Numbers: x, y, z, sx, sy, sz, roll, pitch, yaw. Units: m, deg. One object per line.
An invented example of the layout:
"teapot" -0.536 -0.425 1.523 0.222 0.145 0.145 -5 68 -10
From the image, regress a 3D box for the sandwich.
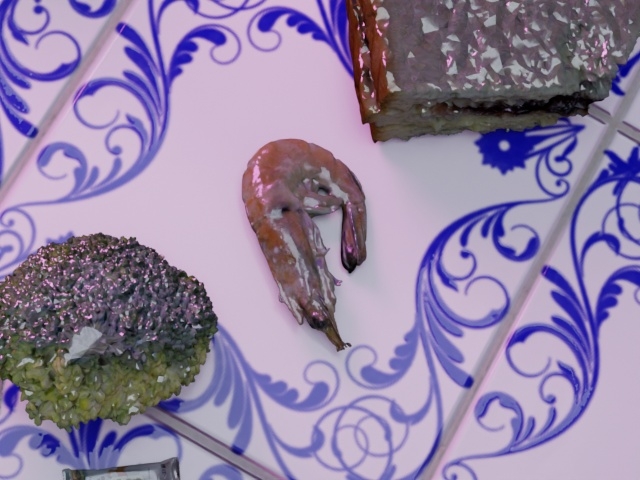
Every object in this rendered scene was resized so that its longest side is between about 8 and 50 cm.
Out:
"sandwich" 0.185 -0.247 1.455 0.325 0.131 0.262 -5 76 -9

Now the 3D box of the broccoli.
"broccoli" -0.204 0.082 1.315 0.198 0.226 0.176 41 94 27

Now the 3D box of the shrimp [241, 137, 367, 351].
"shrimp" 0.000 0.000 1.421 0.126 0.047 0.223 -16 78 -21

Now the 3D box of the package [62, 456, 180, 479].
"package" -0.187 0.228 1.356 0.110 0.015 0.037 -4 72 -9

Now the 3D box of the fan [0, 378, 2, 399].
"fan" -0.417 0.065 1.368 0.182 0.010 0.310 -23 83 -12
